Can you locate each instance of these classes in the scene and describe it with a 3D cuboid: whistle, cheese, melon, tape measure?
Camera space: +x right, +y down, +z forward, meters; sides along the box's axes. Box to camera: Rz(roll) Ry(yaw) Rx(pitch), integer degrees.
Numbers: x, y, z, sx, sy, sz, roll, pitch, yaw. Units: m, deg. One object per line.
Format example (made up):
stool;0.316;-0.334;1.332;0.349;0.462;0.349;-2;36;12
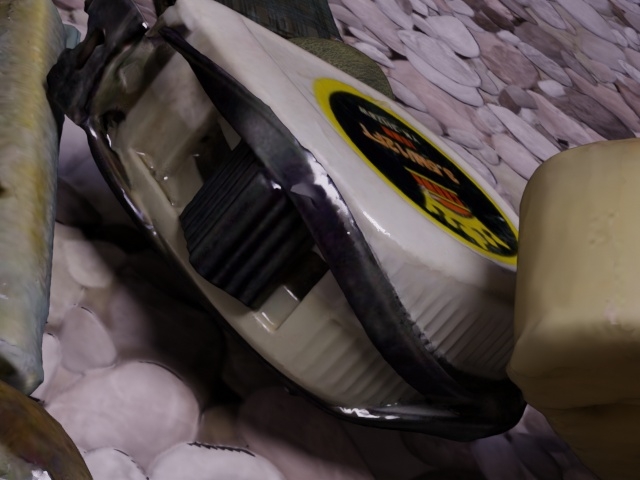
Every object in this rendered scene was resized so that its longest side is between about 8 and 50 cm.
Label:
whistle;-0.165;-0.042;0.613;0.068;0.057;0.326;34;29;-29
cheese;0.269;0.085;0.622;0.384;0.384;0.104;21;62;-26
melon;-0.004;-0.089;0.800;0.131;0.098;0.098;1;47;-52
tape measure;0.000;0.000;0.636;0.271;0.133;0.231;25;25;-43

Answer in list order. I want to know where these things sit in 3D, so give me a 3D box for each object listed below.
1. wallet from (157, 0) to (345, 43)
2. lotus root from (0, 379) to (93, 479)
wallet;-0.075;-0.262;0.984;0.169;0.044;0.317;18;42;-34
lotus root;-0.149;0.102;0.395;0.204;0.078;0.183;20;47;-28
